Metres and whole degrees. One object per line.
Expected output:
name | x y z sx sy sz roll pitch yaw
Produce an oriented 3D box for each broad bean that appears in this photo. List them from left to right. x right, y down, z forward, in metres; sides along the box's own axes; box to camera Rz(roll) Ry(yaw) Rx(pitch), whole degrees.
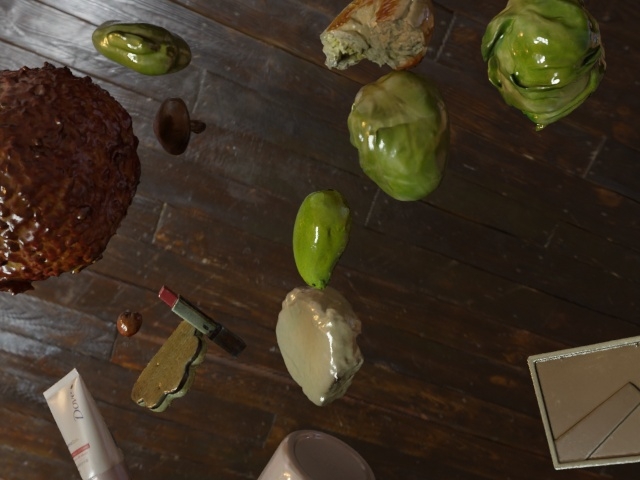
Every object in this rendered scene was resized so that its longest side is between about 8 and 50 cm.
broad bean | -0.435 -0.472 1.516 0.238 0.291 0.119 2 107 -32

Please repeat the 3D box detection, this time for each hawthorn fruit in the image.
hawthorn fruit | -0.516 0.243 1.670 0.067 0.067 0.103 1 97 -5

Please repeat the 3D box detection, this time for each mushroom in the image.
mushroom | -0.227 -0.179 0.982 0.073 0.129 0.088 -14 93 7

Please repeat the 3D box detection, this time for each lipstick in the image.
lipstick | -0.321 0.214 1.647 0.051 0.051 0.312 -49 125 -6

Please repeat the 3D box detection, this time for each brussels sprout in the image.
brussels sprout | 0.188 -0.252 1.464 0.247 0.328 0.327 -8 109 -2
brussels sprout | 0.449 -0.375 1.241 0.227 0.294 0.259 -15 141 20

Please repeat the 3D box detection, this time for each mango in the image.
mango | 0.000 0.000 0.968 0.091 0.074 0.165 16 106 29

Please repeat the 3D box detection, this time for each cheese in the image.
cheese | -0.001 0.281 1.671 0.115 0.318 0.326 -16 93 -33

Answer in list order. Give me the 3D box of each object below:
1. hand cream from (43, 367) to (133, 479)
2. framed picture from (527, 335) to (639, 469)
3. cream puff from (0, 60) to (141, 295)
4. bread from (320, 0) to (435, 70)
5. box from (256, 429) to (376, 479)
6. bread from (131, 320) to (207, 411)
hand cream | -0.465 0.384 1.229 0.133 0.083 0.247 -37 81 28
framed picture | 0.377 0.200 0.774 0.203 0.015 0.150 -20 70 31
cream puff | -0.417 -0.096 0.862 0.351 0.229 0.350 -4 78 18
bread | 0.154 -0.524 1.511 0.171 0.314 0.192 41 61 -38
box | -0.020 0.451 1.069 0.262 0.291 0.206 26 104 -8
bread | -0.396 0.351 1.667 0.056 0.207 0.286 38 91 -36
